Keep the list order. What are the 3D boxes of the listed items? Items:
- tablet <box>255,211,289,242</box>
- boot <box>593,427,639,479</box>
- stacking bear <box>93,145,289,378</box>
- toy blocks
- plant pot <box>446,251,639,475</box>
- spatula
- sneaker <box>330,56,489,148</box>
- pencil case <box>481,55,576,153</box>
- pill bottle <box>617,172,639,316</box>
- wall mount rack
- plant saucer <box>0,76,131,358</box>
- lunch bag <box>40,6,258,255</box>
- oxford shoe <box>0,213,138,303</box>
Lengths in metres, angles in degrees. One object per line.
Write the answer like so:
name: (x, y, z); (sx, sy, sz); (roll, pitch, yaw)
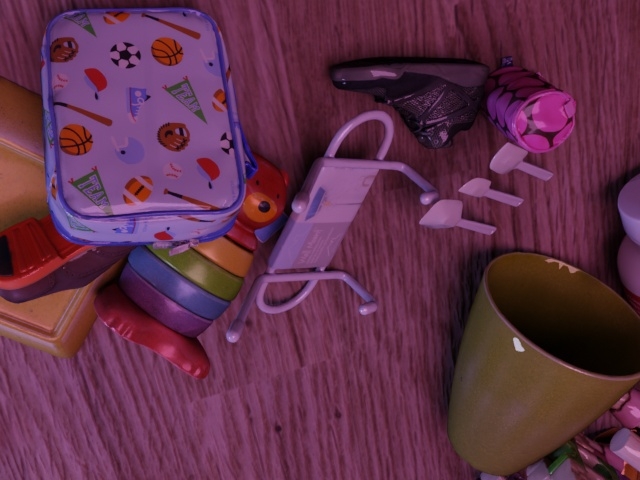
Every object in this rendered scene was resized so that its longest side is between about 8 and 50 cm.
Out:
tablet: (-0.089, -0.040, 1.399); (0.054, 0.006, 0.083); (-42, 119, 3)
boot: (0.487, 0.449, 1.749); (0.295, 0.104, 0.211); (-15, 110, -14)
stacking bear: (-0.154, 0.008, 1.316); (0.175, 0.164, 0.289); (35, 92, -30)
toy blocks: (0.459, 0.415, 1.570); (0.260, 0.288, 0.309); (36, 106, -11)
plant pot: (0.315, 0.217, 1.513); (0.274, 0.275, 0.294); (10, 124, -21)
spatula: (0.244, -0.065, 1.402); (0.168, 0.019, 0.242); (-47, 156, 18)
sneaker: (0.121, -0.187, 1.353); (0.227, 0.087, 0.130); (-1, 107, -23)
pencil case: (0.282, -0.184, 1.336); (0.098, 0.209, 0.095); (-17, 111, 2)
pill bottle: (0.599, 0.086, 1.540); (0.229, 0.229, 0.408); (-28, 118, -4)
wall mount rack: (0.000, 0.000, 1.310); (0.304, 0.130, 0.350); (-3, 129, -46)
plant saucer: (-0.396, -0.015, 1.276); (0.332, 0.081, 0.333); (25, 104, -26)
lunch bag: (-0.207, -0.132, 1.178); (0.243, 0.115, 0.304); (-4, 70, -18)
oxford shoe: (-0.284, -0.005, 1.235); (0.271, 0.097, 0.098); (-23, 152, -14)
